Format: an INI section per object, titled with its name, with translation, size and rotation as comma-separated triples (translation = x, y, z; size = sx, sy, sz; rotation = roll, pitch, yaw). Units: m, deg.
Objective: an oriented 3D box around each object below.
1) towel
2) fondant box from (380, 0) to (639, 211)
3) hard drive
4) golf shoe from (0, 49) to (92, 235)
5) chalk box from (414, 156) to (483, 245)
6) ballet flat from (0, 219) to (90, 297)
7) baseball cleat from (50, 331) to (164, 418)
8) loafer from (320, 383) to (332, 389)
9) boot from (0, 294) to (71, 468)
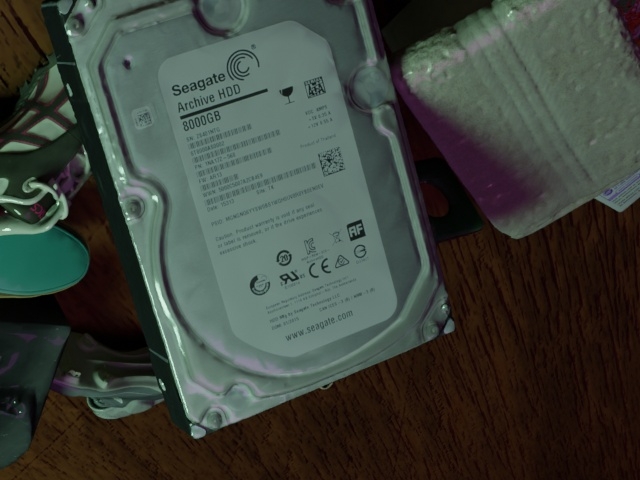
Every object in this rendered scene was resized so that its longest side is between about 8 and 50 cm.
[towel]
translation = 0.183, -0.115, 1.218
size = 0.187, 0.049, 0.282
rotation = -31, 142, 8
[fondant box]
translation = 0.251, -0.175, 1.297
size = 0.238, 0.096, 0.330
rotation = -43, 141, 23
[hard drive]
translation = -0.045, -0.049, 1.100
size = 0.237, 0.064, 0.339
rotation = -20, 104, -21
[golf shoe]
translation = -0.201, -0.068, 1.121
size = 0.273, 0.120, 0.105
rotation = -28, 147, -1
[chalk box]
translation = 0.000, 0.000, 1.313
size = 0.289, 0.180, 0.179
rotation = -24, 149, -8
[ballet flat]
translation = -0.302, 0.003, 1.200
size = 0.232, 0.073, 0.080
rotation = 4, 99, -38
[baseball cleat]
translation = -0.221, 0.143, 1.455
size = 0.206, 0.072, 0.109
rotation = 11, 138, -41
[loafer]
translation = 0.010, 0.076, 1.220
size = 0.045, 0.039, 0.125
rotation = -12, 145, -21
[boot]
translation = -0.475, 0.168, 1.252
size = 0.445, 0.146, 0.367
rotation = -1, 142, -43
